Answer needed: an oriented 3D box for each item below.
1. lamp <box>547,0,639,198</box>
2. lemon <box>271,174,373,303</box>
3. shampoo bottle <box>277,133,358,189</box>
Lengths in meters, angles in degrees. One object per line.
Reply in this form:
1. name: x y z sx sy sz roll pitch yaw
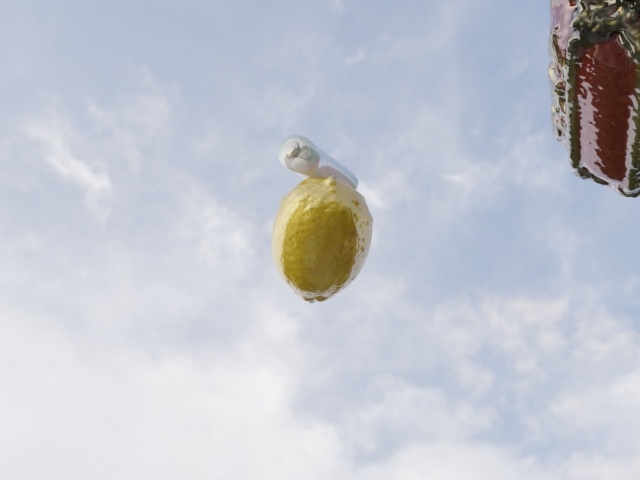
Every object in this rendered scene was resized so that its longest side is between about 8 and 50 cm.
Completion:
1. lamp: 0.295 -0.157 0.731 0.177 0.177 0.274 -13 -33 11
2. lemon: 0.000 0.000 0.898 0.114 0.114 0.155 13 -65 -2
3. shampoo bottle: -0.007 -0.088 0.950 0.099 0.072 0.043 30 -86 -48
